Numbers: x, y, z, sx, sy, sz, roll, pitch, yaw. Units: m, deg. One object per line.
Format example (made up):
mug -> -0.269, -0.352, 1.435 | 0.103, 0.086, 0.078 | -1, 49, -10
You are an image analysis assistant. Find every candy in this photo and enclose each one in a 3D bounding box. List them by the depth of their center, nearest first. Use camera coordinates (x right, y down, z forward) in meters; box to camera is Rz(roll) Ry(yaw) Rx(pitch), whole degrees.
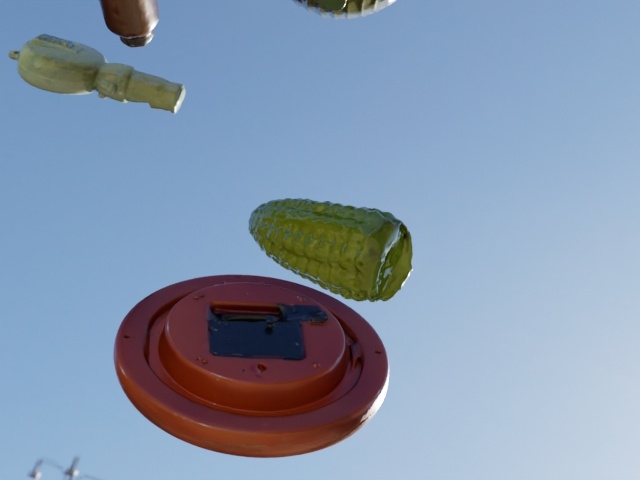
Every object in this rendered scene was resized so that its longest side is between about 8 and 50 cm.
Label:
candy -> 0.000, 0.000, 1.070 | 0.209, 0.097, 0.096 | 18, -30, 42

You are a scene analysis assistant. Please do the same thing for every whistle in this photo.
whistle -> -0.320, -0.238, 1.460 | 0.258, 0.126, 0.067 | 17, -64, 2

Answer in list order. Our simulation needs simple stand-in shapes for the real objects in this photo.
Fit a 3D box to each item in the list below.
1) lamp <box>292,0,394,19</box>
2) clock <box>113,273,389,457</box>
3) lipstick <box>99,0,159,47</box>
lamp -> 0.009, -0.421, 1.327 | 0.284, 0.250, 0.250 | 26, -39, 9
clock -> -0.050, 0.084, 0.764 | 0.205, 0.205, 0.051 | 10, -61, 5
lipstick -> -0.230, -0.358, 1.085 | 0.077, 0.077, 0.418 | 9, -30, 7
